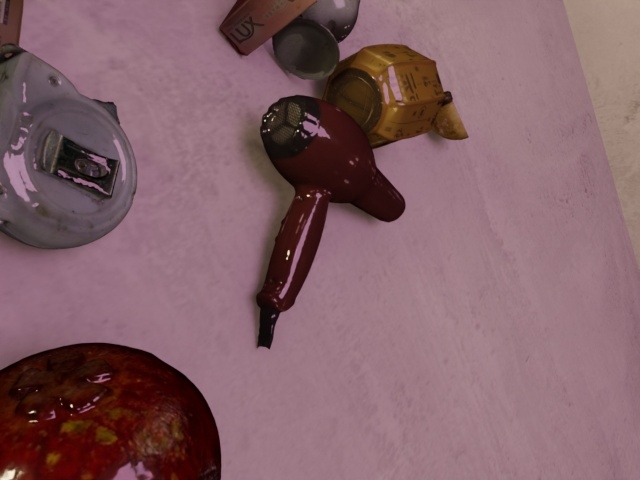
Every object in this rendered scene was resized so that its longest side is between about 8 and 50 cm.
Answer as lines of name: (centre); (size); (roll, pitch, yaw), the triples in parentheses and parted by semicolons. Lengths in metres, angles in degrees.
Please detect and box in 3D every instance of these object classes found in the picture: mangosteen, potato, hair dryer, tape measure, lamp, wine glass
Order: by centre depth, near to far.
mangosteen: (-0.187, 0.209, 0.439); (0.215, 0.215, 0.258); (-28, 133, -47)
tape measure: (-0.251, 0.010, 0.478); (0.164, 0.084, 0.330); (22, 66, -47)
hair dryer: (0.000, 0.000, 0.775); (0.312, 0.123, 0.340); (37, 66, -50)
wine glass: (0.009, -0.357, 0.843); (0.103, 0.103, 0.231); (44, 47, -32)
lamp: (0.103, -0.229, 0.881); (0.185, 0.161, 0.161); (-21, 97, -48)
potato: (0.251, -0.239, 1.106); (0.103, 0.066, 0.096); (61, 19, -12)

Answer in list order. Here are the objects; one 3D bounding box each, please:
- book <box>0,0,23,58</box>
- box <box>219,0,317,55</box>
book: (-0.359, -0.191, 0.458); (0.198, 0.016, 0.138); (13, 72, -46)
box: (-0.055, -0.324, 0.723); (0.060, 0.156, 0.111); (41, 52, -26)
